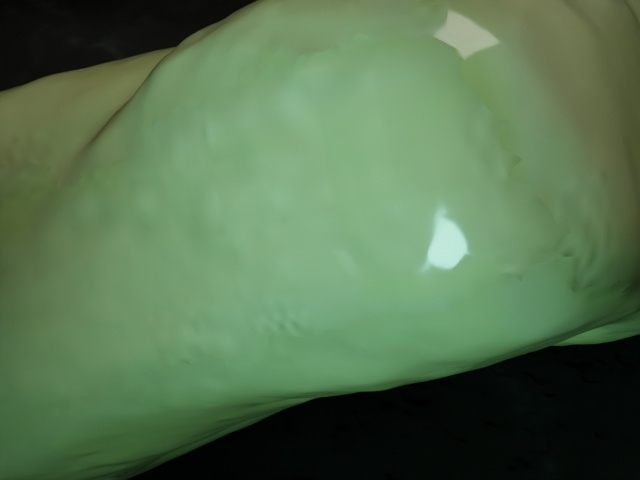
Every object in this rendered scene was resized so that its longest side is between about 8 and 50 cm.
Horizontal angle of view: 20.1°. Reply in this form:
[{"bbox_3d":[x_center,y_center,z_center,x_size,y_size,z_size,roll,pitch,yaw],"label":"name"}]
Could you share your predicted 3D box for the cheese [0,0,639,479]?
[{"bbox_3d":[0.000,0.000,0.643,0.351,0.129,0.328,-18,-5,34],"label":"cheese"}]
